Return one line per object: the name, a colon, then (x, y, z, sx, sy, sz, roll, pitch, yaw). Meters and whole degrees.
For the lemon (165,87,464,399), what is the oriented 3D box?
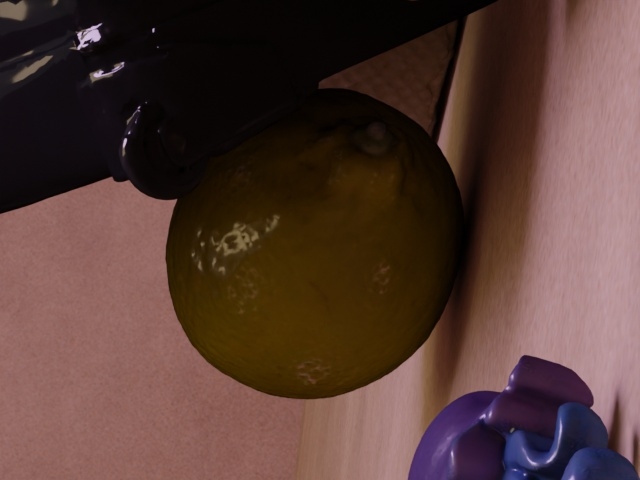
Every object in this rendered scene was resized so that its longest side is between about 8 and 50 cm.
lemon: (0.000, 0.000, 1.209, 0.248, 0.184, 0.184, 137, 144, -61)

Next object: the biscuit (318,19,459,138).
biscuit: (0.020, -0.096, 1.480, 0.426, 0.144, 0.078, 103, 173, -46)

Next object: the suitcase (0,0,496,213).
suitcase: (-0.092, -0.129, 1.117, 0.345, 0.339, 0.188, -16, 98, 49)

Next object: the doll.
doll: (0.070, 0.102, 0.681, 0.206, 0.067, 0.110, -130, 61, -72)
